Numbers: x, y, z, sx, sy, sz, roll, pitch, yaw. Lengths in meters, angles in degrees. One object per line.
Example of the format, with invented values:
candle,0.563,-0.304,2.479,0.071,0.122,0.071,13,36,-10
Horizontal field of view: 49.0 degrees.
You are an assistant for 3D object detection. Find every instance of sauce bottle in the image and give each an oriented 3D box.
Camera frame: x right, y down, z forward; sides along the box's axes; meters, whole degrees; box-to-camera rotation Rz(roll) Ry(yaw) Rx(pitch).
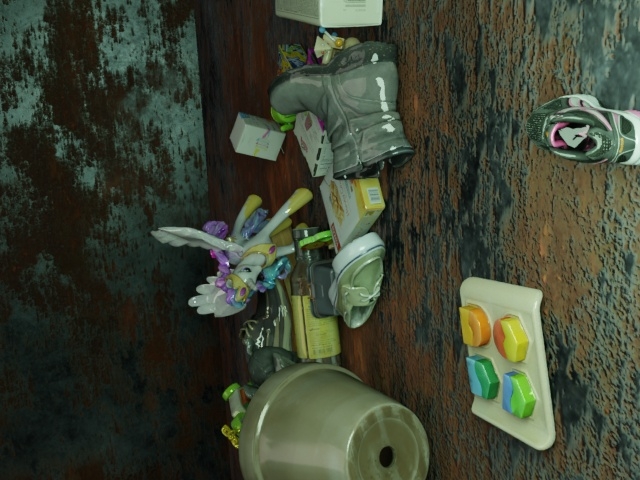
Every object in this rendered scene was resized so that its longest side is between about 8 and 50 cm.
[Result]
sauce bottle,-0.016,0.140,1.699,0.111,0.111,0.345,-179,84,-73

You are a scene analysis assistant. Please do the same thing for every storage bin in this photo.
storage bin,0.025,0.112,1.597,0.091,0.098,0.135,0,96,62

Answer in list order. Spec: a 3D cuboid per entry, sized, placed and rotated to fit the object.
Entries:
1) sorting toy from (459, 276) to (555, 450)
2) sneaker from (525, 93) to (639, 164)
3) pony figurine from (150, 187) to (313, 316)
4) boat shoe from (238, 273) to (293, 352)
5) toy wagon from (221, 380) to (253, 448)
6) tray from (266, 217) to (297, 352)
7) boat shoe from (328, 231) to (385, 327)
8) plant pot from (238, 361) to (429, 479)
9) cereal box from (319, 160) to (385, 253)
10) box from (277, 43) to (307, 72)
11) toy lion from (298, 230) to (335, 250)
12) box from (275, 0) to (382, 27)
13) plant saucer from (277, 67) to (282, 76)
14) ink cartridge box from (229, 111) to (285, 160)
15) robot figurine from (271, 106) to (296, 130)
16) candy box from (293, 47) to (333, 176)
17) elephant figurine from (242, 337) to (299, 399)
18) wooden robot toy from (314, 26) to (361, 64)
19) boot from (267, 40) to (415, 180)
sorting toy,0.248,0.163,0.973,0.193,0.038,0.208,-170,74,-72
sneaker,0.267,-0.119,0.746,0.178,0.077,0.072,-149,55,-69
pony figurine,-0.210,0.027,1.793,0.351,0.363,0.303,-3,128,40
boat shoe,-0.147,0.254,1.878,0.132,0.130,0.356,145,117,-70
toy wagon,-0.145,0.485,1.869,0.267,0.068,0.344,43,-172,20
tray,-0.084,0.156,1.985,0.203,0.076,0.411,106,151,-50
boat shoe,0.084,0.084,1.404,0.094,0.109,0.302,59,164,21
plant pot,0.047,0.394,1.338,0.280,0.323,0.323,-15,81,56
cereal box,0.061,-0.093,1.463,0.240,0.047,0.173,121,140,-63
box,-0.056,-0.415,1.700,0.169,0.059,0.054,-115,23,-46
toy lion,0.000,0.000,1.613,0.100,0.096,0.034,130,131,-66
box,0.007,-0.500,1.363,0.311,0.121,0.148,-130,37,-61
plant saucer,-0.103,-0.434,1.922,0.083,0.013,0.084,174,90,-73
ink cartridge box,-0.172,-0.295,2.005,0.090,0.143,0.092,-67,30,26
robot figurine,-0.090,-0.338,1.826,0.115,0.067,0.101,-160,53,-71
candy box,0.010,-0.275,1.521,0.233,0.071,0.159,106,150,-50
elephant figurine,-0.099,0.348,1.707,0.239,0.186,0.169,-124,36,-83
wooden robot toy,0.045,-0.363,1.351,0.173,0.079,0.076,-31,-51,-71
boot,0.021,-0.214,1.297,0.338,0.118,0.223,-8,88,54
